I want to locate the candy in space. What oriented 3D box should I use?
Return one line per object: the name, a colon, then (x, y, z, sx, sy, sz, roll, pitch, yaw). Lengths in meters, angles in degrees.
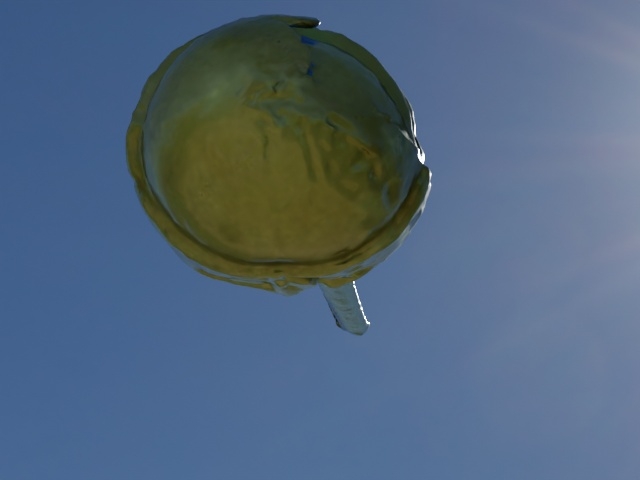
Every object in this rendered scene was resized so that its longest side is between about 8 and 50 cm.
candy: (0.000, 0.000, 0.662, 0.093, 0.092, 0.335, -24, -15, 1)
